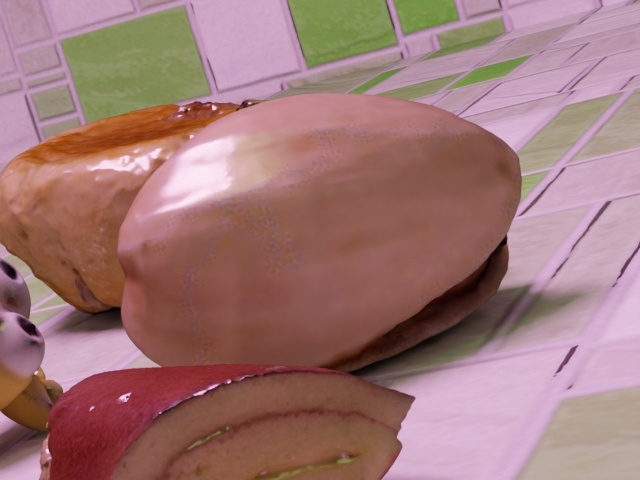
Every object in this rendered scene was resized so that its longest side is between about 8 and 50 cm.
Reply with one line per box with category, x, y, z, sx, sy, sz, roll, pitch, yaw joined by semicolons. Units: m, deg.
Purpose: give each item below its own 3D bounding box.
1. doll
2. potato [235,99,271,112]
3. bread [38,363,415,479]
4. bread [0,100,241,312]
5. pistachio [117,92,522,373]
doll;-0.236;0.032;0.918;0.086;0.117;0.291;-42;-38;14
potato;0.016;-0.030;1.051;0.120;0.149;0.081;-16;15;-13
bread;-0.064;0.090;0.735;0.192;0.067;0.119;-7;13;44
bread;-0.121;-0.025;1.293;0.244;0.134;0.244;-13;10;2
pistachio;0.000;0.000;0.930;0.230;0.157;0.157;-14;9;-17
